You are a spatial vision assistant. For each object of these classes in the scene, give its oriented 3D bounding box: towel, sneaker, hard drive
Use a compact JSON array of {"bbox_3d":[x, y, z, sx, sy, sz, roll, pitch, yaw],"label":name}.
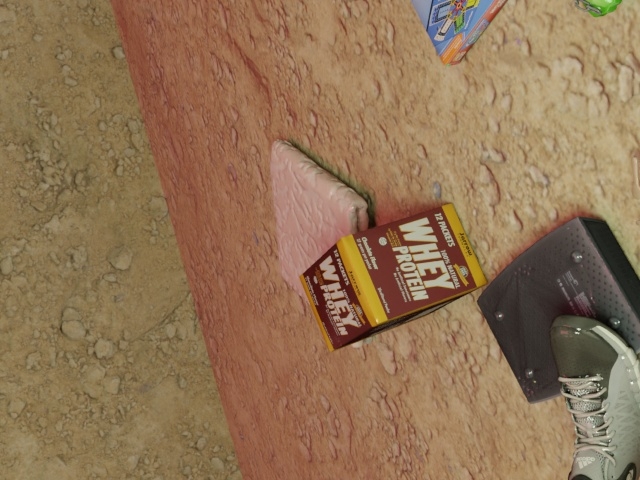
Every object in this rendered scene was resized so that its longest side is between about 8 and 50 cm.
[{"bbox_3d":[0.000,0.000,1.574,0.332,0.053,0.316,41,142,51],"label":"towel"},{"bbox_3d":[0.294,0.195,0.879,0.086,0.132,0.228,-7,126,49],"label":"sneaker"},{"bbox_3d":[0.294,0.088,0.991,0.172,0.054,0.254,65,154,18],"label":"hard drive"}]

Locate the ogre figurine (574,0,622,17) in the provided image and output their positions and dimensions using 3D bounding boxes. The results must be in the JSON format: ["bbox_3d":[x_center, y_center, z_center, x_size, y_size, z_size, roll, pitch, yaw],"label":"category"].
[{"bbox_3d":[0.253,-0.319,0.767,0.118,0.097,0.197,33,153,30],"label":"ogre figurine"}]

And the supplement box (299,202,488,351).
[{"bbox_3d":[0.102,0.058,1.217,0.129,0.191,0.194,68,155,11],"label":"supplement box"}]

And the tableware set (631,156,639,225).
[{"bbox_3d":[0.362,-0.015,0.816,0.104,0.024,0.154,9,113,60],"label":"tableware set"}]

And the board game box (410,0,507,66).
[{"bbox_3d":[0.184,-0.344,0.969,0.145,0.027,0.281,67,155,15],"label":"board game box"}]
